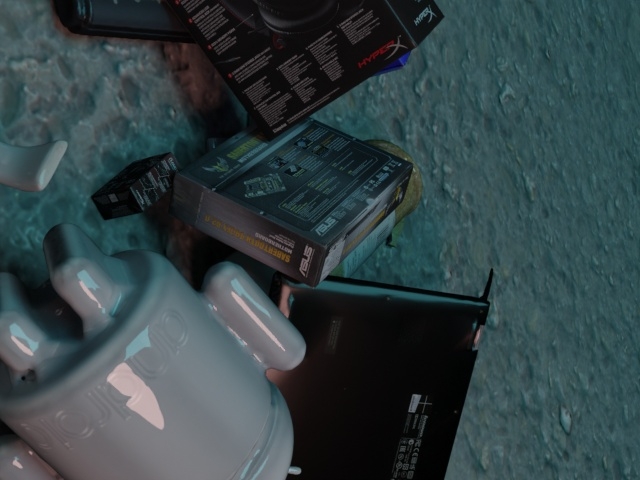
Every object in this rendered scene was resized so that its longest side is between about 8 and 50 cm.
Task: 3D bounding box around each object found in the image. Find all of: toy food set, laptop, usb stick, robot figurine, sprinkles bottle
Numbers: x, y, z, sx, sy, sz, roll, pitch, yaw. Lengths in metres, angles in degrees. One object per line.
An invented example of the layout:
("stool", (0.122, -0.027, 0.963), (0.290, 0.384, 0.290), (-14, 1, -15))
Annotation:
("toy food set", (0.097, -0.059, 1.485), (0.078, 0.019, 0.122), (36, 64, -42))
("laptop", (0.055, 0.217, 1.264), (0.407, 0.236, 0.382), (9, 99, -24))
("usb stick", (-0.174, -0.258, 1.152), (0.278, 0.045, 0.077), (-9, 88, -52))
("robot figurine", (-0.159, 0.151, 0.959), (0.300, 0.200, 0.353), (-37, 117, 1))
("sprinkles bottle", (0.000, 0.000, 1.265), (0.355, 0.121, 0.121), (-44, 117, -47))

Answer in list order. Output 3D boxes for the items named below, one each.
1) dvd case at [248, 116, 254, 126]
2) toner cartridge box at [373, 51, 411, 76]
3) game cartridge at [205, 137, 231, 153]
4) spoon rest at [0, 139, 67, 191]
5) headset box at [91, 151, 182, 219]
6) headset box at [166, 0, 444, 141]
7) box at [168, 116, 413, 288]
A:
("dvd case", (-0.048, -0.123, 1.315), (0.119, 0.013, 0.087), (14, 72, -49))
("toner cartridge box", (-0.038, -0.340, 1.246), (0.348, 0.165, 0.075), (52, 46, -33))
("game cartridge", (-0.097, -0.094, 1.232), (0.083, 0.017, 0.056), (-6, 89, -42))
("spoon rest", (-0.350, -0.135, 0.882), (0.276, 0.084, 0.137), (41, 55, -31))
("headset box", (-0.187, -0.059, 1.083), (0.083, 0.062, 0.032), (-48, 120, -46))
("headset box", (-0.045, -0.288, 1.102), (0.293, 0.218, 0.110), (53, 35, -11))
("box", (-0.027, -0.056, 1.139), (0.231, 0.183, 0.056), (-43, 153, -52))
